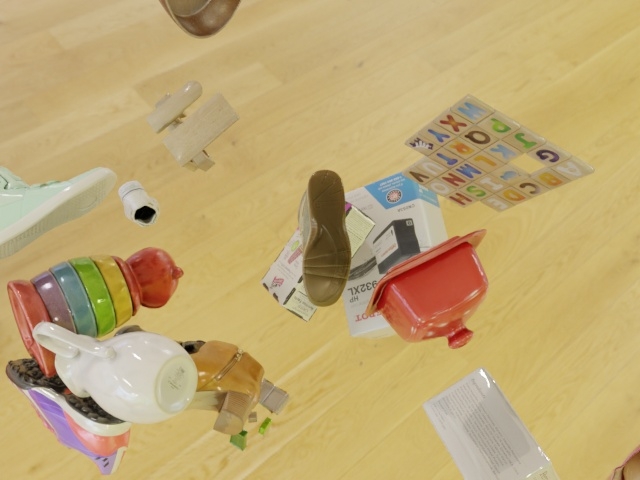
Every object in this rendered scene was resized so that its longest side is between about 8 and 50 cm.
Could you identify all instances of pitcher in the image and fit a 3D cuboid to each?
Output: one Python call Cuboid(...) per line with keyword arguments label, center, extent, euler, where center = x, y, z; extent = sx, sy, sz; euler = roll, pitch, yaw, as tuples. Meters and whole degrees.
Cuboid(label="pitcher", center=(-0.291, 0.175, 0.921), extent=(0.207, 0.178, 0.126), euler=(3, 57, 32))

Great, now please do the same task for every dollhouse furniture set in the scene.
Cuboid(label="dollhouse furniture set", center=(-0.135, 0.384, 1.435), extent=(0.076, 0.059, 0.152), euler=(28, 46, 16))
Cuboid(label="dollhouse furniture set", center=(-0.204, -0.204, 1.128), extent=(0.123, 0.151, 0.144), euler=(-39, 78, 6))

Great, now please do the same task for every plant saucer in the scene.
Cuboid(label="plant saucer", center=(-0.102, -0.260, 0.558), extent=(0.029, 0.168, 0.168), euler=(17, 54, 16))

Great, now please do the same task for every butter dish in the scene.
Cuboid(label="butter dish", center=(0.149, 0.080, 0.823), extent=(0.159, 0.160, 0.118), euler=(-25, 72, -12))

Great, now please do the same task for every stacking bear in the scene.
Cuboid(label="stacking bear", center=(-0.395, 0.100, 1.198), extent=(0.289, 0.164, 0.175), euler=(-22, 22, -31))

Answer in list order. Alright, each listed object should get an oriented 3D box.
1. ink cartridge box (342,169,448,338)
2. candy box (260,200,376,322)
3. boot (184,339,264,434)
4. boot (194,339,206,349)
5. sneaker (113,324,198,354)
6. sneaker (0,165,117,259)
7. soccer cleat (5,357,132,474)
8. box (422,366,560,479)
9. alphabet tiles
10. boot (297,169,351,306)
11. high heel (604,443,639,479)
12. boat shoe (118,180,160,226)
Cuboid(label="ink cartridge box", center=(0.154, 0.036, 1.396), extent=(0.223, 0.129, 0.308), euler=(-19, 72, 27))
Cuboid(label="candy box", center=(-0.009, 0.027, 1.293), extent=(0.071, 0.159, 0.233), euler=(36, 90, -24))
Cuboid(label="boot", center=(-0.255, 0.253, 1.293), extent=(0.295, 0.104, 0.211), euler=(29, 20, -8))
Cuboid(label="boot", center=(-0.244, 0.289, 1.495), extent=(0.037, 0.106, 0.114), euler=(-38, 39, -4))
Cuboid(label="sneaker", center=(-0.328, 0.230, 1.358), extent=(0.130, 0.227, 0.087), euler=(0, 68, 20))
Cuboid(label="sneaker", center=(-0.494, -0.093, 1.134), extent=(0.255, 0.094, 0.151), euler=(-32, 77, -11))
Cuboid(label="soccer cleat", center=(-0.459, 0.301, 1.165), extent=(0.318, 0.117, 0.108), euler=(18, 14, 31))
Cuboid(label="box", center=(0.273, 0.327, 1.020), extent=(0.119, 0.181, 0.182), euler=(-34, 46, 4))
Cuboid(label="alphabet tiles", center=(0.217, -0.104, 0.906), extent=(0.198, 0.237, 0.009), euler=(26, 69, -14))
Cuboid(label="boot", center=(0.000, 0.000, 1.086), extent=(0.077, 0.165, 0.213), euler=(0, 87, -7))
Cuboid(label="high heel", center=(0.300, 0.213, 0.590), extent=(0.244, 0.117, 0.082), euler=(-23, 38, -34))
Cuboid(label="boat shoe", center=(-0.433, -0.067, 1.589), extent=(0.083, 0.226, 0.076), euler=(-29, 76, -5))
